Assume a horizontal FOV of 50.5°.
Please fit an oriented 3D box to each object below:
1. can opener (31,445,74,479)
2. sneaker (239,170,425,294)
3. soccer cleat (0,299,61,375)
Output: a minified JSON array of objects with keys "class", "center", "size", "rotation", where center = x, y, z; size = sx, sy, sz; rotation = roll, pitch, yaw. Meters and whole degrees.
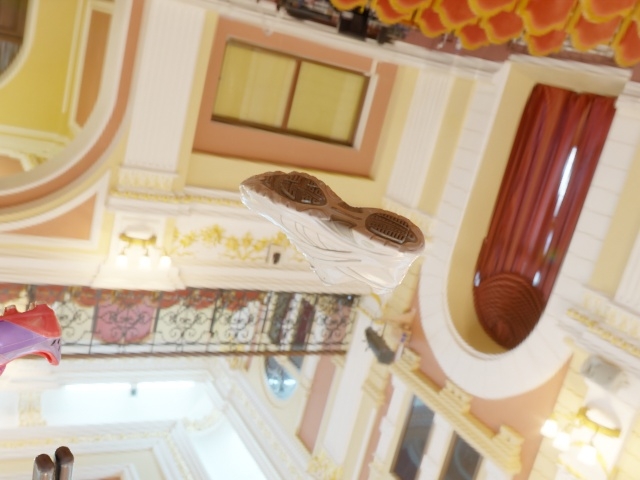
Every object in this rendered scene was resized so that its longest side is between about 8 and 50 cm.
[{"class":"can opener","center":[-0.524,0.484,1.291],"size":[0.074,0.280,0.093],"rotation":[-16,-128,-41]},{"class":"sneaker","center":[0.000,0.000,0.809],"size":[0.232,0.115,0.090],"rotation":[26,-145,11]},{"class":"soccer cleat","center":[-0.460,0.142,0.869],"size":[0.247,0.095,0.083],"rotation":[-11,175,-32]}]
